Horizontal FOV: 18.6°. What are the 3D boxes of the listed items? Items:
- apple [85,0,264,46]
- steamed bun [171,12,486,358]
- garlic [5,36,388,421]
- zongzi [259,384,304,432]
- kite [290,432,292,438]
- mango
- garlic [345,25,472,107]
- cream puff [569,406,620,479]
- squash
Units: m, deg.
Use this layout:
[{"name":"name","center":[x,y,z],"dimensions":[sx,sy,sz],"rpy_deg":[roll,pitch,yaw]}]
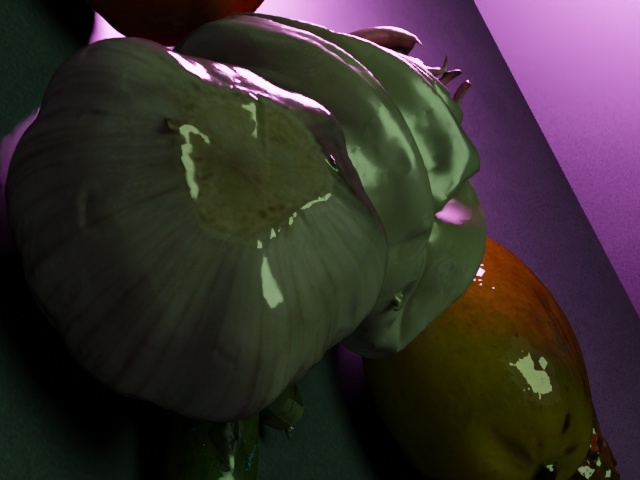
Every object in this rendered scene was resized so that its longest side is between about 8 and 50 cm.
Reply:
[{"name":"apple","center":[-0.170,-0.320,1.938],"dimensions":[0.272,0.206,0.251],"rpy_deg":[48,20,-37]},{"name":"steamed bun","center":[0.018,-0.074,1.903],"dimensions":[0.342,0.255,0.367],"rpy_deg":[45,-7,42]},{"name":"garlic","center":[-0.105,-0.010,1.572],"dimensions":[0.317,0.259,0.317],"rpy_deg":[16,48,-19]},{"name":"zongzi","center":[-0.063,0.116,1.844],"dimensions":[0.109,0.055,0.119],"rpy_deg":[48,11,-44]},{"name":"kite","center":[-0.043,0.156,1.916],"dimensions":[0.078,0.002,0.044],"rpy_deg":[59,17,-4]},{"name":"mango","center":[0.172,0.127,2.229],"dimensions":[0.301,0.220,0.445],"rpy_deg":[38,18,-21]},{"name":"garlic","center":[0.057,-0.118,2.241],"dimensions":[0.210,0.292,0.237],"rpy_deg":[29,75,-30]},{"name":"cream puff","center":[0.276,0.251,2.455],"dimensions":[0.269,0.155,0.241],"rpy_deg":[32,38,-70]},{"name":"squash","center":[-0.096,0.131,1.670],"dimensions":[0.087,0.087,0.331],"rpy_deg":[50,19,-34]}]
